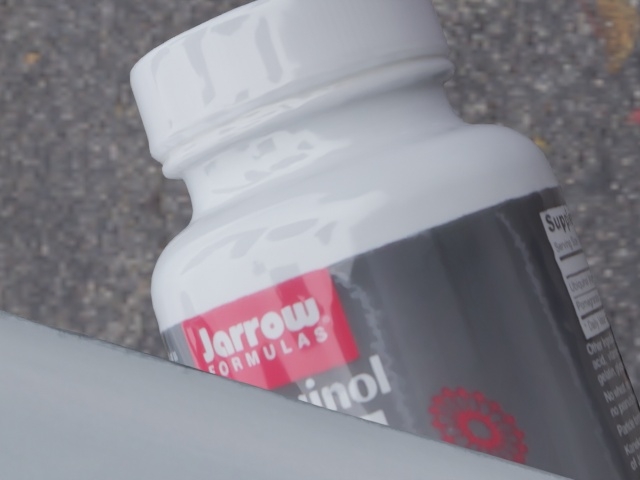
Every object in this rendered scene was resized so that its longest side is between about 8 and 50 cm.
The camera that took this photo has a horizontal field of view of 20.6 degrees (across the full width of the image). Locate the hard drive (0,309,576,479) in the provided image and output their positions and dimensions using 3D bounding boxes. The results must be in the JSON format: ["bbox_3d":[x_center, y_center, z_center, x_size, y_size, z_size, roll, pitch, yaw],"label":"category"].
[{"bbox_3d":[0.039,0.167,0.371,0.047,0.353,0.233,-24,52,59],"label":"hard drive"}]

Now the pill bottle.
[{"bbox_3d":[0.035,0.058,0.725,0.176,0.176,0.318,-23,86,46],"label":"pill bottle"}]
